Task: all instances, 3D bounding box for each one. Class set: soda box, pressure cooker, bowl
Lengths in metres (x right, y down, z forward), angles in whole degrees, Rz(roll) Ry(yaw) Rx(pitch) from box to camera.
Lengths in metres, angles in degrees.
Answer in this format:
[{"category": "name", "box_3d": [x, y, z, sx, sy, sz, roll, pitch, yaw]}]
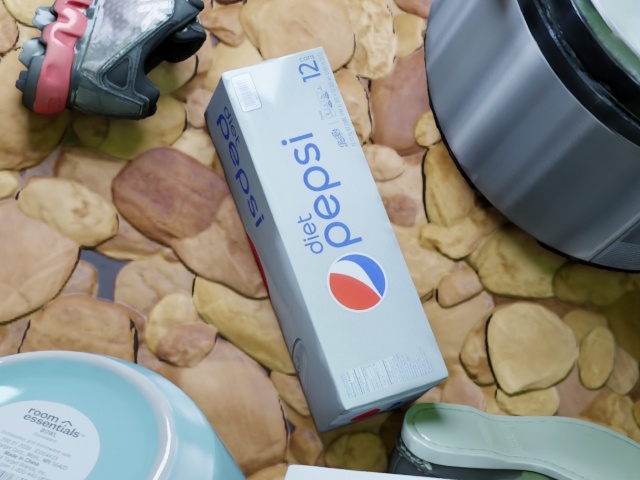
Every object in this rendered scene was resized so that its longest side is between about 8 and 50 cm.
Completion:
[{"category": "soda box", "box_3d": [0.000, 0.000, 1.438, 0.091, 0.098, 0.286, -17, 79, -17]}, {"category": "pressure cooker", "box_3d": [0.298, -0.189, 1.387, 0.370, 0.420, 0.375, -37, 84, -18]}, {"category": "bowl", "box_3d": [-0.171, 0.187, 1.144, 0.312, 0.163, 0.311, -2, 39, 1]}]

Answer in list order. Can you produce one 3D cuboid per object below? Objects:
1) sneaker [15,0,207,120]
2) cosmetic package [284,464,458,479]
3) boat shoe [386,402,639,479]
[{"category": "sneaker", "box_3d": [-0.146, -0.216, 1.472, 0.135, 0.097, 0.276, 18, 73, -6]}, {"category": "cosmetic package", "box_3d": [0.067, 0.289, 1.220, 0.224, 0.138, 0.224, 2, 54, 27]}, {"category": "boat shoe", "box_3d": [0.164, 0.184, 1.438, 0.228, 0.068, 0.081, 12, 32, -12]}]
